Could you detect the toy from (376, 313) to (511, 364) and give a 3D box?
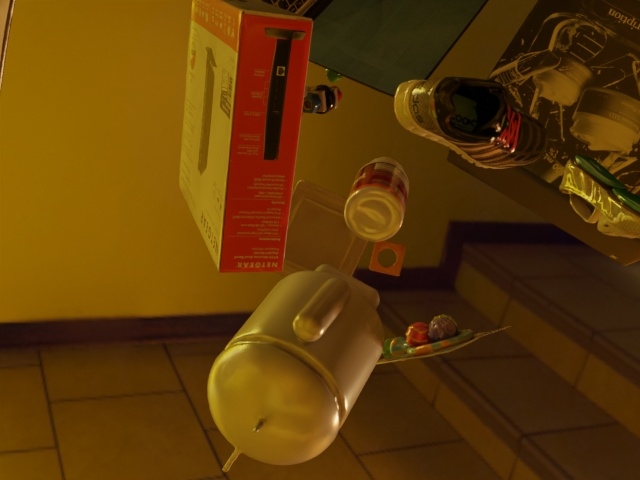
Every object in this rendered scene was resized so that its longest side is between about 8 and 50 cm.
[{"bbox_3d":[0.176,0.156,1.187,0.137,0.056,0.237,-16,-9,-32],"label":"toy"}]

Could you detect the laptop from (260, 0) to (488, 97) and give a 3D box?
[{"bbox_3d":[0.065,-0.503,1.245,0.236,0.408,0.382,3,47,46],"label":"laptop"}]

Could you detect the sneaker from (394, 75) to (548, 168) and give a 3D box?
[{"bbox_3d":[0.152,-0.106,0.661,0.170,0.063,0.075,16,-4,-28],"label":"sneaker"}]

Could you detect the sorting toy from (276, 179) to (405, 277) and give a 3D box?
[{"bbox_3d":[0.000,0.000,1.475,0.348,0.196,0.047,25,-3,8],"label":"sorting toy"}]

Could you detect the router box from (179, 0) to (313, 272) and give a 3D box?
[{"bbox_3d":[-0.113,-0.160,0.957,0.082,0.301,0.335,1,21,-20],"label":"router box"}]

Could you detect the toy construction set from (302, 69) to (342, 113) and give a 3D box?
[{"bbox_3d":[-0.115,-0.316,1.464,0.237,0.257,0.309,-19,38,31],"label":"toy construction set"}]

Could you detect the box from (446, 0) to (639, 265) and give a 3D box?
[{"bbox_3d":[0.426,-0.187,1.124,0.343,0.312,0.179,32,-5,10],"label":"box"}]

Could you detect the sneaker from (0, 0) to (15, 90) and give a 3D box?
[{"bbox_3d":[-0.318,-0.170,0.490,0.178,0.295,0.124,-6,30,-45],"label":"sneaker"}]

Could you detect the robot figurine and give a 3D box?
[{"bbox_3d":[-0.032,0.182,1.074,0.200,0.300,0.353,26,42,11],"label":"robot figurine"}]

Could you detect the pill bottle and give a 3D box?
[{"bbox_3d":[0.087,-0.067,1.084,0.086,0.086,0.152,14,29,5],"label":"pill bottle"}]

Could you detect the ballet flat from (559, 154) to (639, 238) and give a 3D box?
[{"bbox_3d":[0.294,-0.032,0.733,0.057,0.052,0.168,14,25,-16],"label":"ballet flat"}]
